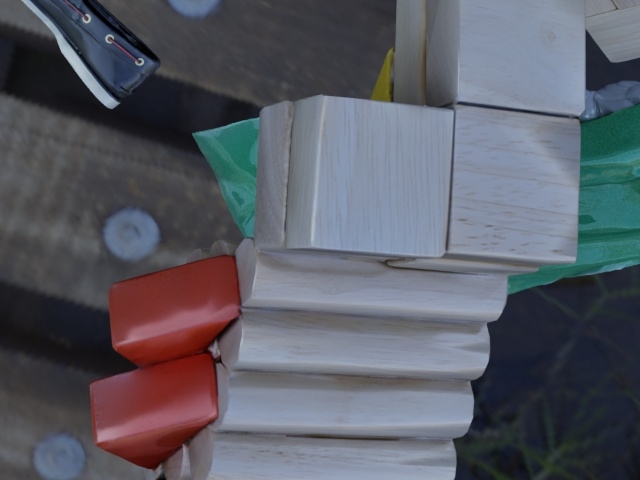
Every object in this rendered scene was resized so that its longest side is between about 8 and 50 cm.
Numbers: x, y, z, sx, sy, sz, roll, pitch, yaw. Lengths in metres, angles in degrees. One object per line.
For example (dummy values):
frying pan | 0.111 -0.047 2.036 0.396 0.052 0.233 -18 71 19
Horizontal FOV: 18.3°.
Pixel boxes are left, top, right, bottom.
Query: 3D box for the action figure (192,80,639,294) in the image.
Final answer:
action figure | 0.083 -0.022 0.772 0.232 0.063 0.137 -10 136 26

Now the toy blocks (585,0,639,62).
toy blocks | 0.215 -0.238 1.031 0.261 0.190 0.381 -13 144 29

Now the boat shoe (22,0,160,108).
boat shoe | -0.141 -0.135 1.088 0.042 0.049 0.133 -39 96 10

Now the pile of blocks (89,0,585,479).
pile of blocks | -0.032 0.059 0.645 0.113 0.149 0.362 5 121 -24
